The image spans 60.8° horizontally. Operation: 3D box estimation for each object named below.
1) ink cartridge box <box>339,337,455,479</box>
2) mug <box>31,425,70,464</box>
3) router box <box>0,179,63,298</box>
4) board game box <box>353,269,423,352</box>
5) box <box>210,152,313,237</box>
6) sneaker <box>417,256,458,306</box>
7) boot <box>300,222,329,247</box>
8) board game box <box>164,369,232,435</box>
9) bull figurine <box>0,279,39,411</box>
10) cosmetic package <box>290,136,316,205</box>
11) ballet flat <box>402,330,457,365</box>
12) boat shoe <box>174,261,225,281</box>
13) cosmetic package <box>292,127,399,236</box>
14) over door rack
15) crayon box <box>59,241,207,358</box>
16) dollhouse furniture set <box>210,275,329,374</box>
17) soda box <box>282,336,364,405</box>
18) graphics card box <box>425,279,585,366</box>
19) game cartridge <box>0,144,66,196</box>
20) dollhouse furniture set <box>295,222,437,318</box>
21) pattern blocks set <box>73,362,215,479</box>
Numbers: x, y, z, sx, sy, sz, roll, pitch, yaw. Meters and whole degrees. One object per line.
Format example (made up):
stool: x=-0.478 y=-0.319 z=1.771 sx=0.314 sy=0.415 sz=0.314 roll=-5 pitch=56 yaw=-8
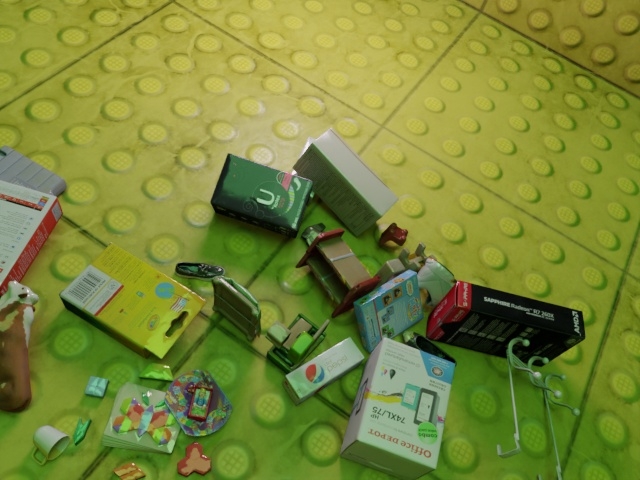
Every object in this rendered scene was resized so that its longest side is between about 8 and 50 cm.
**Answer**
ink cartridge box: x=0.193 y=0.429 z=1.373 sx=0.198 sy=0.197 sz=0.270 roll=20 pitch=56 yaw=0
mug: x=-0.626 y=0.463 z=1.246 sx=0.064 sy=0.062 sz=0.078 roll=29 pitch=49 yaw=15
router box: x=-0.906 y=-0.026 z=1.409 sx=0.336 sy=0.082 sz=0.301 roll=17 pitch=56 yaw=-2
board game box: x=0.198 y=0.200 z=1.554 sx=0.212 sy=0.160 sz=0.039 roll=-26 pitch=28 yaw=-26
box: x=-0.174 y=-0.131 z=1.649 sx=0.271 sy=0.143 sz=0.165 roll=18 pitch=80 yaw=-1
sneaker: x=0.383 y=0.171 z=1.645 sx=0.262 sy=0.099 sz=0.121 roll=42 pitch=93 yaw=-11
boot: x=0.000 y=0.000 z=1.701 sx=0.087 sy=0.042 sz=0.118 roll=-38 pitch=71 yaw=-23
board game box: x=-0.302 y=0.396 z=1.352 sx=0.133 sy=0.033 sz=0.168 roll=-28 pitch=68 yaw=-33
bull figurine: x=-0.758 y=0.250 z=1.271 sx=0.189 sy=0.101 sz=0.310 roll=-3 pitch=85 yaw=-14
cosmetic package: x=-0.038 y=-0.233 z=1.823 sx=0.099 sy=0.060 sz=0.239 roll=24 pitch=56 yaw=-2
ballet flat: x=0.316 y=0.309 z=1.567 sx=0.173 sy=0.049 sz=0.057 roll=32 pitch=56 yaw=8
boat shoe: x=-0.345 y=0.086 z=1.560 sx=0.142 sy=0.040 sz=0.049 roll=3 pitch=57 yaw=-11
cosmetic package: x=0.076 y=-0.180 z=1.712 sx=0.309 sy=0.160 sz=0.113 roll=47 pitch=54 yaw=-2
over door rack: x=0.585 y=0.453 z=1.443 sx=0.239 sy=0.108 sz=0.324 roll=40 pitch=50 yaw=-28
crayon box: x=-0.490 y=0.169 z=1.450 sx=0.319 sy=0.081 sz=0.202 roll=31 pitch=57 yaw=8
dollhouse furniture set: x=-0.133 y=0.186 z=1.452 sx=0.302 sy=0.197 sz=0.151 roll=38 pitch=59 yaw=11
soda box: x=0.008 y=0.349 z=1.459 sx=0.216 sy=0.069 sz=0.074 roll=-26 pitch=67 yaw=-26
graphics card box: x=0.515 y=0.242 z=1.548 sx=0.371 sy=0.232 sz=0.094 roll=15 pitch=55 yaw=-3
game cartridge: x=-0.925 y=-0.096 z=1.532 sx=0.230 sy=0.068 sz=0.355 roll=32 pitch=57 yaw=3
dollhouse furniture set: x=0.143 y=0.067 z=1.649 sx=0.374 sy=0.152 sz=0.201 roll=-15 pitch=61 yaw=-41
pattern blocks set: x=-0.423 y=0.438 z=1.328 sx=0.325 sy=0.026 sz=0.285 roll=3 pitch=57 yaw=-11
